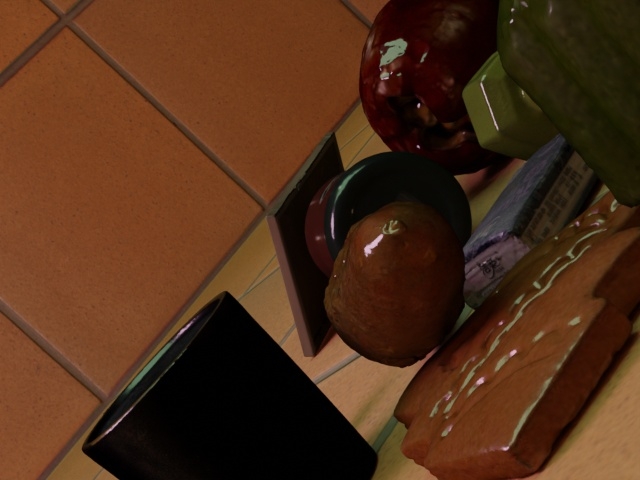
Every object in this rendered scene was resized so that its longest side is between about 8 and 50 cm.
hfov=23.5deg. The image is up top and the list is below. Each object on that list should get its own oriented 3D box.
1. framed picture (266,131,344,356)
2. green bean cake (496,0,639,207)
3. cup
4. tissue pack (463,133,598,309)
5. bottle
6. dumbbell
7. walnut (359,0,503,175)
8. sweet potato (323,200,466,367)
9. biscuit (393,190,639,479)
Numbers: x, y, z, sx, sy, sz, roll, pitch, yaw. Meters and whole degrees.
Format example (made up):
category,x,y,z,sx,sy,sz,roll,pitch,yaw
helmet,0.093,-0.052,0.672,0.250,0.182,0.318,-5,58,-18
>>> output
category,x,y,z,sx,sy,sz,roll,pitch,yaw
framed picture,0.000,0.000,1.828,0.016,0.184,0.250,-6,25,20
green bean cake,0.281,-0.206,0.925,0.319,0.218,0.335,-44,4,-29
cup,-0.056,0.142,1.233,0.166,0.177,0.239,-44,7,28
tissue pack,0.176,-0.022,1.301,0.156,0.051,0.112,-52,6,-36
bottle,0.057,-0.017,1.628,0.144,0.144,0.336,-47,6,-4
dumbbell,0.242,-0.163,1.459,0.121,0.108,0.302,-49,7,-23
walnut,0.166,-0.179,1.750,0.269,0.243,0.222,-69,-17,-56
sweet potato,0.058,0.048,1.195,0.109,0.109,0.385,-48,-10,-8
biscuit,0.138,0.067,1.026,0.284,0.043,0.306,-45,7,20
